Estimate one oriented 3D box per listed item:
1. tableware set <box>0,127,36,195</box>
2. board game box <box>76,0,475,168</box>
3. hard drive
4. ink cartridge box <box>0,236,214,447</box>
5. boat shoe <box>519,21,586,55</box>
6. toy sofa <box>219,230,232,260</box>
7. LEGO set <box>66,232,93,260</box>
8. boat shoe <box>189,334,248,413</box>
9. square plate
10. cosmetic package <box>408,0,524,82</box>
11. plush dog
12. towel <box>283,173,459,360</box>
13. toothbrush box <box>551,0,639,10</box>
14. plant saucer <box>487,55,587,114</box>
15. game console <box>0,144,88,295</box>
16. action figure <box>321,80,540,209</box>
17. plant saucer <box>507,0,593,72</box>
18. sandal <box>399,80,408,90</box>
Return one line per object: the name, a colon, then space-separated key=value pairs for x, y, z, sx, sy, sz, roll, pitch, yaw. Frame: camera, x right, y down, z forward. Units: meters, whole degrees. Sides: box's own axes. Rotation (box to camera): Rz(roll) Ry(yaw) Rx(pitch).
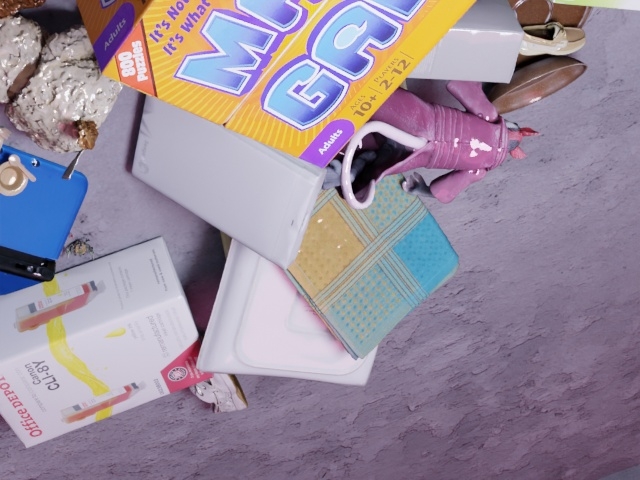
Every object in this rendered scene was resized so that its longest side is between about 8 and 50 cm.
tableware set: x=-0.519 y=-0.096 z=1.549 sx=0.169 sy=0.020 sz=0.141 roll=-46 pitch=129 yaw=-17
board game box: x=-0.068 y=-0.376 z=1.274 sx=0.356 sy=0.356 sz=0.356 roll=19 pitch=124 yaw=-42
hard drive: x=-0.151 y=-0.107 z=1.611 sx=0.040 sy=0.307 sz=0.203 roll=-46 pitch=163 yaw=-46
ink cartridge box: x=-0.421 y=0.193 z=1.886 sx=0.384 sy=0.160 sz=0.279 roll=-20 pitch=141 yaw=-7
boat shoe: x=0.392 y=-0.344 z=1.733 sx=0.135 sy=0.050 sz=0.045 roll=-11 pitch=145 yaw=-18
toy sofa: x=0.000 y=0.000 z=1.933 sx=0.362 sy=0.177 sz=0.150 roll=-15 pitch=118 yaw=-12
LEGO set: x=-0.427 y=0.006 z=1.787 sx=0.054 sy=0.023 sz=0.083 roll=-28 pitch=128 yaw=0
boat shoe: x=-0.230 y=0.299 z=2.162 sx=0.096 sy=0.098 sz=0.277 roll=-24 pitch=143 yaw=-4
square plate: x=-0.017 y=0.111 z=1.849 sx=0.347 sy=0.049 sz=0.344 roll=9 pitch=111 yaw=-24
cosmetic package: x=0.185 y=-0.324 z=1.614 sx=0.238 sy=0.127 sz=0.107 roll=5 pitch=131 yaw=-10
plush dog: x=-0.400 y=-0.228 z=1.421 sx=0.225 sy=0.211 sz=0.262 roll=30 pitch=119 yaw=-20
towel: x=0.059 y=-0.005 z=1.775 sx=0.271 sy=0.040 sz=0.370 roll=-41 pitch=116 yaw=-8
toothbrush box: x=0.462 y=-0.474 z=1.599 sx=0.283 sy=0.122 sz=0.206 roll=-2 pitch=116 yaw=-29
plant saucer: x=0.377 y=-0.281 z=1.832 sx=0.198 sy=0.036 sz=0.198 roll=-21 pitch=172 yaw=-3
game console: x=-0.567 y=-0.039 z=1.651 sx=0.250 sy=0.173 sz=0.293 roll=-15 pitch=153 yaw=41
action figure: x=0.181 y=-0.176 z=1.615 sx=0.370 sy=0.276 sz=0.248 roll=1 pitch=101 yaw=-12
plant saucer: x=0.345 y=-0.390 z=1.734 sx=0.310 sy=0.050 sz=0.311 roll=-16 pitch=142 yaw=-13
sandal: x=0.129 y=-0.246 z=1.769 sx=0.240 sy=0.088 sz=0.079 roll=14 pitch=105 yaw=-38
